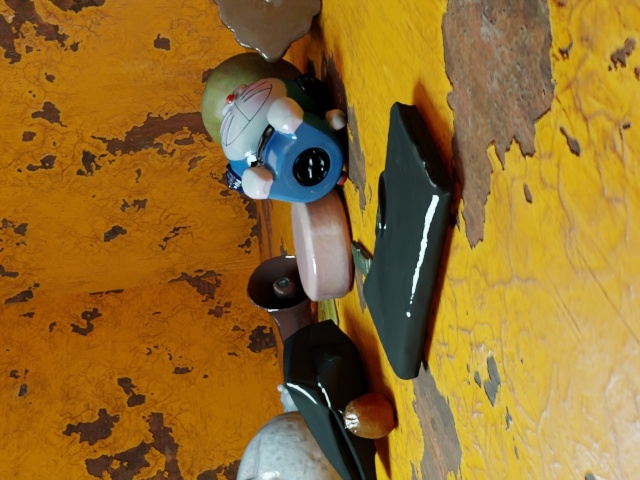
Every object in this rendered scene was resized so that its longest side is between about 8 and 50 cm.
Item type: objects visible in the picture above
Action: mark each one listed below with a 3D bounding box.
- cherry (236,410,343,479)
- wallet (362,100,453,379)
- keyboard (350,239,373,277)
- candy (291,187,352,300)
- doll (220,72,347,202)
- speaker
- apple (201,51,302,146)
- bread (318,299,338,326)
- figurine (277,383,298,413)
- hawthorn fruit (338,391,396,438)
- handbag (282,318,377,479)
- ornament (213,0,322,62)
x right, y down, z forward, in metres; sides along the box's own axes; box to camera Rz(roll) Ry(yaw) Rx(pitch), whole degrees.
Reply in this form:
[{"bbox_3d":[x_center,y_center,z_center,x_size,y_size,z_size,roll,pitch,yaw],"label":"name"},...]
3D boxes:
[{"bbox_3d":[-0.063,0.569,1.840,0.326,0.291,0.335,66,-158,-49],"label":"cherry"},{"bbox_3d":[0.111,0.005,0.994,0.377,0.051,0.197,94,165,-45],"label":"wallet"},{"bbox_3d":[0.078,0.038,1.365,0.129,0.015,0.049,-127,26,-73],"label":"keyboard"},{"bbox_3d":[0.000,0.000,1.573,0.255,0.094,0.255,172,90,-82],"label":"candy"},{"bbox_3d":[-0.078,-0.200,1.491,0.284,0.240,0.310,-54,37,7],"label":"doll"},{"bbox_3d":[-0.041,0.229,2.062,0.259,0.198,0.329,19,143,37],"label":"speaker"},{"bbox_3d":[-0.144,-0.309,1.746,0.234,0.257,0.256,-135,36,-53],"label":"apple"},{"bbox_3d":[0.018,0.184,1.808,0.094,0.035,0.090,95,165,-57],"label":"bread"},{"bbox_3d":[-0.038,0.476,2.147,0.274,0.133,0.193,76,-176,-67],"label":"figurine"},{"bbox_3d":[0.080,0.306,1.298,0.081,0.093,0.081,172,90,-81],"label":"hawthorn fruit"},{"bbox_3d":[0.036,0.330,1.478,0.342,0.152,0.288,-101,-10,-81],"label":"handbag"},{"bbox_3d":[-0.117,-0.490,1.557,0.217,0.221,0.235,-116,28,-77],"label":"ornament"}]
